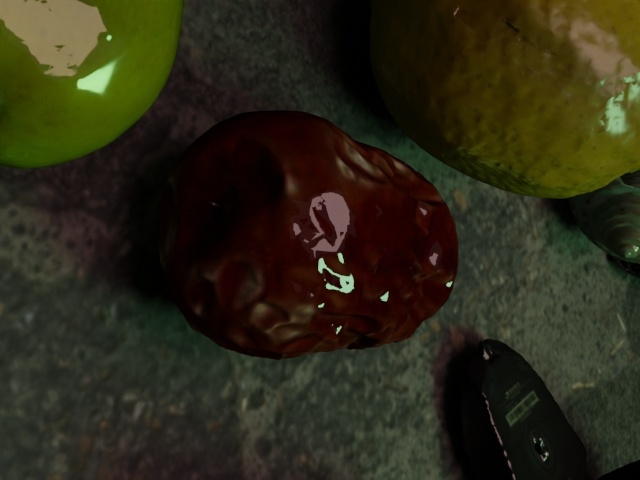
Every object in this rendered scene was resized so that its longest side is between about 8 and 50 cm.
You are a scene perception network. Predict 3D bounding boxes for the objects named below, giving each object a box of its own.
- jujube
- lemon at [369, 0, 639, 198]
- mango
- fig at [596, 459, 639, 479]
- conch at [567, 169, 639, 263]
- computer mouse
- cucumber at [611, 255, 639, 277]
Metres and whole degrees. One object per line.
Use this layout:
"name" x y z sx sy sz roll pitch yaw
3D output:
"jujube" 0.000 0.000 0.902 0.230 0.155 0.155 7 82 -52
"lemon" 0.147 -0.136 1.018 0.260 0.204 0.204 33 57 1
"mango" -0.166 -0.172 0.741 0.185 0.149 0.273 -4 83 -39
"fig" 0.251 0.291 1.128 0.249 0.203 0.186 -32 67 -18
"conch" 0.262 -0.048 1.211 0.135 0.102 0.153 38 27 -25
"computer mouse" 0.153 0.158 1.115 0.099 0.057 0.172 -31 97 -41
"cucumber" 0.364 0.038 1.336 0.245 0.067 0.067 27 67 -40
